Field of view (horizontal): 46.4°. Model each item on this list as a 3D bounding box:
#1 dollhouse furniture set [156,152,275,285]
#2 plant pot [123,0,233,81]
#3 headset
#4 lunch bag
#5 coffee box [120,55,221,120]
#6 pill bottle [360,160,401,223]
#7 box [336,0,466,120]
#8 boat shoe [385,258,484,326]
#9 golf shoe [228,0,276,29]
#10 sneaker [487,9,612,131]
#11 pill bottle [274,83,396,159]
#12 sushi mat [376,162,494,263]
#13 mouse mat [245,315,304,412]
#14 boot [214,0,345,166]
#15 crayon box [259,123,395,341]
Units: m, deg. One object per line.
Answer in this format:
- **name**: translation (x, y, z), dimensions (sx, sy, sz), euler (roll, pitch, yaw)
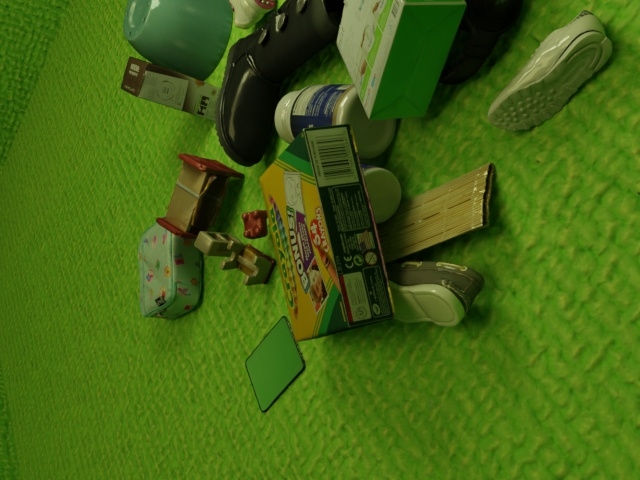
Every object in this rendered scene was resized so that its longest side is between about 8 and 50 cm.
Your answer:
- **dollhouse furniture set**: translation (-0.228, -0.057, 1.890), dimensions (0.374, 0.152, 0.201), euler (31, 104, 32)
- **plant pot**: translation (-0.437, -0.639, 2.202), dimensions (0.293, 0.235, 0.293), euler (-17, 68, 48)
- **headset**: translation (0.299, -0.473, 1.370), dimensions (0.243, 0.185, 0.394), euler (-113, 35, -41)
- **lunch bag**: translation (-0.431, 0.084, 2.097), dimensions (0.224, 0.108, 0.279), euler (-25, 61, 45)
- **coffee box**: translation (-0.417, -0.427, 2.109), dimensions (0.141, 0.246, 0.098), euler (30, 103, 50)
- **pill bottle**: translation (0.073, -0.106, 1.521), dimensions (0.186, 0.112, 0.112), euler (29, 103, 62)
- **box**: translation (0.136, -0.399, 1.391), dimensions (0.262, 0.126, 0.231), euler (105, 153, -50)
- **boat shoe**: translation (0.179, 0.087, 1.364), dimensions (0.091, 0.109, 0.305), euler (-42, 19, -20)
- **golf shoe**: translation (-0.217, -0.713, 2.054), dimensions (0.140, 0.115, 0.306), euler (-43, 48, 39)
- **sneaker**: translation (0.374, -0.277, 1.244), dimensions (0.235, 0.090, 0.095), euler (-39, 39, 33)
- **pill bottle**: translation (0.024, -0.257, 1.599), dimensions (0.264, 0.153, 0.153), euler (15, 92, 52)
- **sushi mat**: translation (0.190, -0.036, 1.401), dimensions (0.316, 0.019, 0.151), euler (-24, 40, 45)
- **mouse mat**: translation (-0.109, 0.287, 1.729), dimensions (0.190, 0.007, 0.153), euler (-52, 45, 30)
- **boot**: translation (-0.073, -0.414, 1.759), dimensions (0.445, 0.146, 0.367), euler (-23, 63, 47)
- **crayon box**: translation (0.000, 0.000, 1.451), dimensions (0.313, 0.106, 0.363), euler (148, 111, -66)
